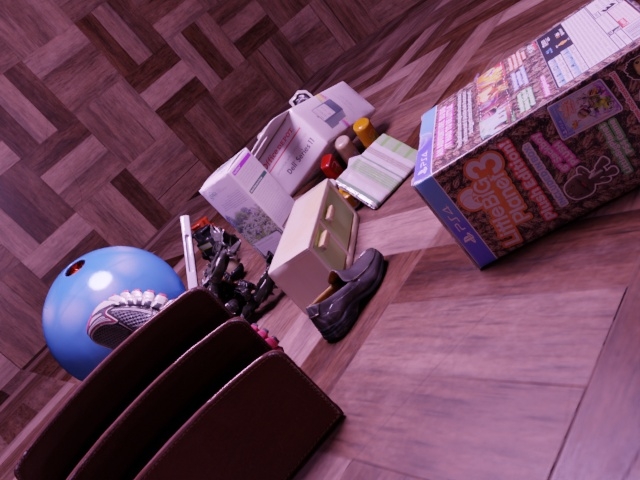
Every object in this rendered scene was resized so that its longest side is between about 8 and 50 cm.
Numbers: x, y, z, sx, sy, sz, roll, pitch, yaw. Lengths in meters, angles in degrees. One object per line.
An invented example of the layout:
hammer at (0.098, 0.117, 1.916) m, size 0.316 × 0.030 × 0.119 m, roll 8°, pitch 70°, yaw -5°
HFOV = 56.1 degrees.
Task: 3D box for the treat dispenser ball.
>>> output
treat dispenser ball at (-0.412, 0.156, 1.231) m, size 0.288 × 0.288 × 0.288 m, roll -37°, pitch 18°, yaw 14°

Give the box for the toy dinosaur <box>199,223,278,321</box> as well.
toy dinosaur at (-0.160, 0.110, 1.114) m, size 0.322 × 0.164 × 0.219 m, roll 27°, pitch 91°, yaw 55°

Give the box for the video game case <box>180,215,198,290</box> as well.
video game case at (-0.277, 0.065, 1.289) m, size 0.022 × 0.173 × 0.190 m, roll -7°, pitch -24°, yaw -11°

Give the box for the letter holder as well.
letter holder at (-0.167, 0.223, 0.679) m, size 0.302 × 0.214 × 0.152 m, roll -46°, pitch 18°, yaw -15°

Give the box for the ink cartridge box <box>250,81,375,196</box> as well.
ink cartridge box at (-0.030, -0.227, 1.416) m, size 0.207 × 0.119 × 0.353 m, roll -50°, pitch -4°, yaw 39°

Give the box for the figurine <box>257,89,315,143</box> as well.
figurine at (-0.050, -0.282, 1.688) m, size 0.215 × 0.209 × 0.092 m, roll -47°, pitch 58°, yaw 5°

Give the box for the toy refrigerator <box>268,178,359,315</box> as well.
toy refrigerator at (0.000, 0.000, 1.043) m, size 0.094 × 0.102 × 0.270 m, roll -33°, pitch 19°, yaw 24°

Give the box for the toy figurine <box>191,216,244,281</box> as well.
toy figurine at (-0.193, -0.017, 1.438) m, size 0.209 × 0.148 × 0.213 m, roll -38°, pitch 15°, yaw -7°

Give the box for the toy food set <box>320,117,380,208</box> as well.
toy food set at (0.072, -0.139, 1.285) m, size 0.111 × 0.104 × 0.232 m, roll -15°, pitch 47°, yaw 29°

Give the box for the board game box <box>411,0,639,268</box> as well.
board game box at (0.274, -0.139, 0.729) m, size 0.291 × 0.141 × 0.232 m, roll -32°, pitch 20°, yaw 28°

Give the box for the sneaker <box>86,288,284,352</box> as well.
sneaker at (-0.208, 0.158, 0.869) m, size 0.299 × 0.121 × 0.112 m, roll 12°, pitch 45°, yaw 14°

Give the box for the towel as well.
towel at (0.117, -0.135, 1.170) m, size 0.113 × 0.023 × 0.152 m, roll 36°, pitch 72°, yaw 31°

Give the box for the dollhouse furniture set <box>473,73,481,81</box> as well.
dollhouse furniture set at (0.303, -0.222, 1.084) m, size 0.081 × 0.091 × 0.114 m, roll 34°, pitch 100°, yaw 31°

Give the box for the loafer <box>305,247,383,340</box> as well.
loafer at (0.039, 0.064, 0.875) m, size 0.062 × 0.061 × 0.170 m, roll -23°, pitch 25°, yaw 47°

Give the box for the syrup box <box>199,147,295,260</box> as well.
syrup box at (-0.114, -0.056, 1.189) m, size 0.093 × 0.237 × 0.096 m, roll -28°, pitch 22°, yaw 38°
